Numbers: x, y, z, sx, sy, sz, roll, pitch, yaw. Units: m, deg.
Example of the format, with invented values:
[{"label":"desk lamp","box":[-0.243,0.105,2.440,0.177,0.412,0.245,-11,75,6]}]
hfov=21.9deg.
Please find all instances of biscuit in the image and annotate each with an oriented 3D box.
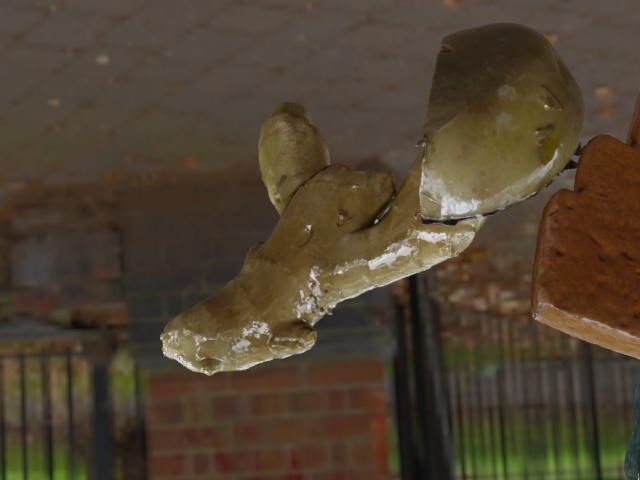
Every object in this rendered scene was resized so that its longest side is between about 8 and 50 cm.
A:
[{"label":"biscuit","box":[0.287,0.003,1.328,0.306,0.284,0.043,-21,155,-26]}]

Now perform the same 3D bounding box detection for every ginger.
[{"label":"ginger","box":[0.019,0.009,1.766,0.363,0.348,0.122,10,160,36]}]

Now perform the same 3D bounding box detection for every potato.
[{"label":"potato","box":[0.160,-0.113,1.422,0.138,0.243,0.098,4,128,7]}]

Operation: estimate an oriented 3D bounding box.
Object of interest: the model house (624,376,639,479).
[{"label":"model house","box":[0.381,0.117,1.528,0.253,0.184,0.291,9,-151,-14]}]
